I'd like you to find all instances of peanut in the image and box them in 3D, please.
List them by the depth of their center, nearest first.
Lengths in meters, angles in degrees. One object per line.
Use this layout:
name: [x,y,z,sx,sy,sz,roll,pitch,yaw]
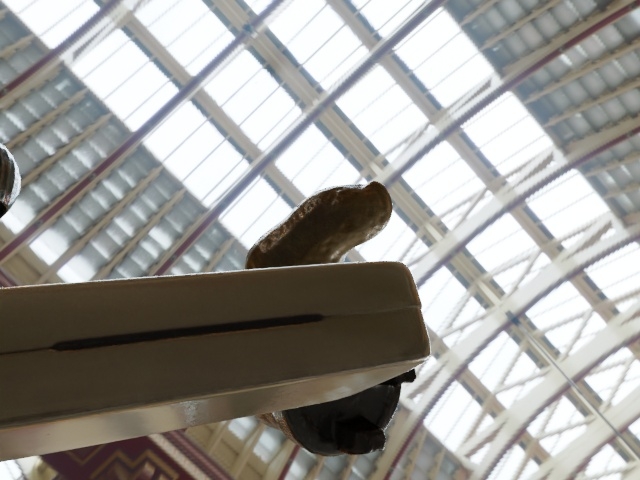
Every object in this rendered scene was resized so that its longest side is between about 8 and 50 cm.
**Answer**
peanut: [0.000,0.000,1.009,0.236,0.110,0.120,-33,-120,10]

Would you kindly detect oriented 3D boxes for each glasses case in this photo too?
glasses case: [-0.092,0.073,0.430,0.312,0.131,0.070,-3,-111,-29]

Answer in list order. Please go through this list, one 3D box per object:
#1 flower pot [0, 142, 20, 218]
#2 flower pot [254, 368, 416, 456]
flower pot: [-0.630,-0.111,1.190,0.243,0.157,0.189,17,-46,-40]
flower pot: [0.009,0.237,1.319,0.298,0.282,0.299,0,-90,-35]
